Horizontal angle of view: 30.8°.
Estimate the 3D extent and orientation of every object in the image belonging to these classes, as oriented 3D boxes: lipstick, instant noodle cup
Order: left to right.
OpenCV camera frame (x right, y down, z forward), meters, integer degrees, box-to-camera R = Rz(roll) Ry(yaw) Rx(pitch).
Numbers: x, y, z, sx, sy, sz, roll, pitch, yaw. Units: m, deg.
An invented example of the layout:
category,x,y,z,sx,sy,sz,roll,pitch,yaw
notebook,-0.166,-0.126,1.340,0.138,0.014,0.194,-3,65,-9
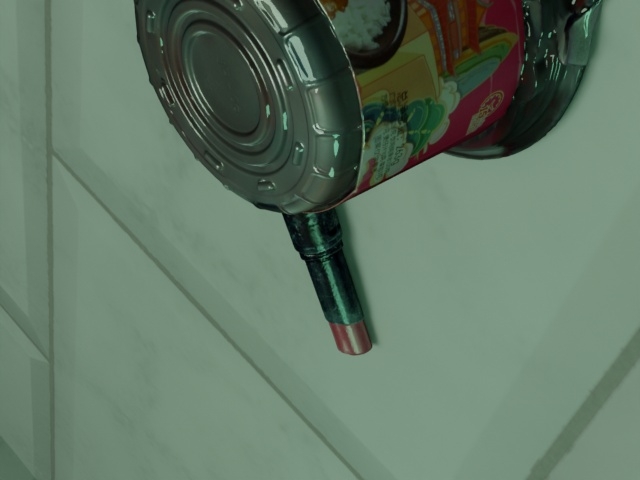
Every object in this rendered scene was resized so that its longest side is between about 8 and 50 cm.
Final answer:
category,x,y,z,sx,sy,sz,roll,pitch,yaw
lipstick,0.000,0.000,0.970,0.053,0.053,0.234,18,137,46
instant noodle cup,0.006,-0.129,0.702,0.258,0.181,0.302,58,149,-5
